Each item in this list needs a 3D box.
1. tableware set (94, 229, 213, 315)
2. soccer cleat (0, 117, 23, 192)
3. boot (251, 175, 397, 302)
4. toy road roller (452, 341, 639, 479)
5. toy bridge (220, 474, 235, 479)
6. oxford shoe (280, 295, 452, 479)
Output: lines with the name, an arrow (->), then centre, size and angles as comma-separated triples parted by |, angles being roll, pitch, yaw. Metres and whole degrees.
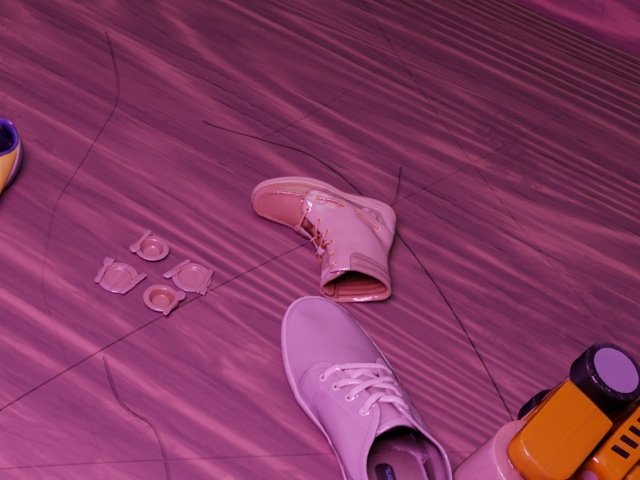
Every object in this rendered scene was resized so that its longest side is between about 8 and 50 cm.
tableware set -> -0.264, 0.055, 1.451 | 0.169, 0.020, 0.141 | 28, 43, 13
soccer cleat -> -0.551, -0.085, 1.437 | 0.094, 0.121, 0.289 | 13, 43, -4
boot -> 0.000, 0.000, 1.539 | 0.262, 0.095, 0.203 | 15, 43, -7
toy road roller -> 0.361, 0.319, 1.237 | 0.330, 0.202, 0.240 | -29, 70, -39
toy bridge -> -0.067, 0.380, 1.134 | 0.026, 0.063, 0.188 | -29, 60, -38
oxford shoe -> 0.066, 0.235, 1.284 | 0.169, 0.130, 0.449 | -6, 45, -20
